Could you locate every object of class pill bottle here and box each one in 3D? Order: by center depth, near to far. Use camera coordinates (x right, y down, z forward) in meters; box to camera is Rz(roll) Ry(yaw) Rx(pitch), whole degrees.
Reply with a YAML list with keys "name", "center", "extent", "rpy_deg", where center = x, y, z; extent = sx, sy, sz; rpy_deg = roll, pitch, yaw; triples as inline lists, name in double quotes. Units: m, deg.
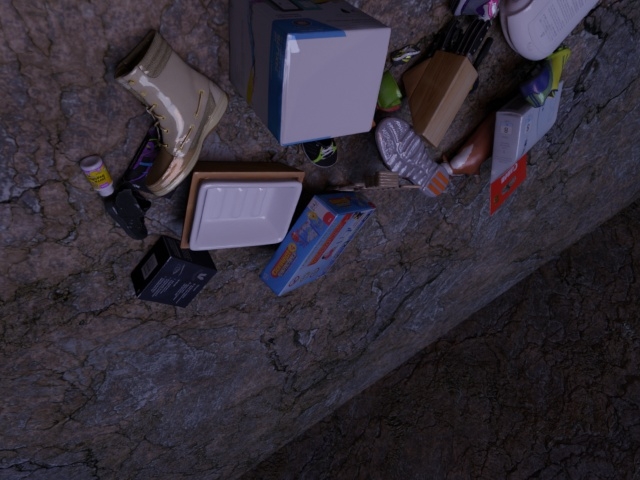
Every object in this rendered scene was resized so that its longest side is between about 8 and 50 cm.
- name: "pill bottle"
  center: [-0.466, -0.134, 0.904]
  extent: [0.043, 0.043, 0.083]
  rpy_deg: [-23, 142, -16]

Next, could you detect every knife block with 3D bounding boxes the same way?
- name: "knife block"
  center: [0.339, -0.408, 1.084]
  extent: [0.242, 0.276, 0.088]
  rpy_deg: [-22, 154, 34]

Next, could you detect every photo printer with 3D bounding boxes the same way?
- name: "photo printer"
  center: [0.623, -0.652, 1.140]
  extent: [0.256, 0.107, 0.308]
  rpy_deg: [15, 122, -47]

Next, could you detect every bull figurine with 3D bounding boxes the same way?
- name: "bull figurine"
  center: [0.534, -0.299, 1.469]
  extent: [0.310, 0.101, 0.188]
  rpy_deg: [-48, 145, 17]

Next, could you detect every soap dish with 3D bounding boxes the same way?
- name: "soap dish"
  center: [-0.205, -0.093, 1.094]
  extent: [0.290, 0.118, 0.229]
  rpy_deg: [-6, 135, -34]

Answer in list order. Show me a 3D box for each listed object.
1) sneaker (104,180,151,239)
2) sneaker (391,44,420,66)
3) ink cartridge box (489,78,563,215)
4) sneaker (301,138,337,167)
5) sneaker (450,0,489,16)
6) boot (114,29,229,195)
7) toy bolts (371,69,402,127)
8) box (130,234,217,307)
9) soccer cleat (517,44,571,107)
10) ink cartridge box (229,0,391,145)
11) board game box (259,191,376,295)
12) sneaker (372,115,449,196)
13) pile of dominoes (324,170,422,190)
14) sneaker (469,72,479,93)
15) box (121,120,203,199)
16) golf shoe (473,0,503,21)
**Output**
- name: "sneaker"
  center: [-0.425, -0.064, 0.989]
  extent: [0.089, 0.051, 0.170]
  rpy_deg: [-16, 143, 8]
- name: "sneaker"
  center: [0.214, -0.468, 1.091]
  extent: [0.083, 0.031, 0.035]
  rpy_deg: [-21, 155, -12]
- name: "ink cartridge box"
  center: [0.683, -0.303, 1.440]
  extent: [0.308, 0.091, 0.385]
  rpy_deg: [-39, 133, -31]
- name: "sneaker"
  center: [-0.005, -0.251, 1.095]
  extent: [0.084, 0.097, 0.235]
  rpy_deg: [-36, 144, 1]
- name: "sneaker"
  center: [0.378, -0.603, 0.962]
  extent: [0.098, 0.083, 0.224]
  rpy_deg: [5, 164, -7]
- name: "boot"
  center: [-0.315, -0.236, 0.828]
  extent: [0.262, 0.095, 0.203]
  rpy_deg: [-59, 142, -4]
- name: "toy bolts"
  center: [0.083, -0.358, 1.027]
  extent: [0.158, 0.218, 0.228]
  rpy_deg: [-28, 178, 12]
- name: "box"
  center: [-0.396, 0.089, 1.166]
  extent: [0.156, 0.093, 0.158]
  rpy_deg: [-46, 141, 14]
- name: "soccer cleat"
  center: [0.686, -0.495, 1.301]
  extent: [0.289, 0.093, 0.121]
  rpy_deg: [-43, 106, -31]
- name: "ink cartridge box"
  center: [-0.038, -0.345, 0.819]
  extent: [0.198, 0.270, 0.197]
  rpy_deg: [-16, 138, -24]
- name: "board game box"
  center: [0.000, 0.000, 1.295]
  extent: [0.308, 0.086, 0.302]
  rpy_deg: [-54, 163, 23]
- name: "sneaker"
  center: [0.219, -0.243, 1.225]
  extent: [0.125, 0.180, 0.321]
  rpy_deg: [-50, 129, 3]
- name: "pile of dominoes"
  center: [0.143, -0.163, 1.209]
  extent: [0.195, 0.251, 0.040]
  rpy_deg: [-1, 94, -19]
- name: "sneaker"
  center: [0.375, -0.437, 1.232]
  extent: [0.209, 0.082, 0.069]
  rpy_deg: [-36, 119, -29]
- name: "box"
  center: [-0.353, -0.174, 0.963]
  extent: [0.116, 0.029, 0.162]
  rpy_deg: [16, 121, -46]
- name: "golf shoe"
  center: [0.414, -0.620, 1.058]
  extent: [0.085, 0.068, 0.186]
  rpy_deg: [8, 130, -11]
